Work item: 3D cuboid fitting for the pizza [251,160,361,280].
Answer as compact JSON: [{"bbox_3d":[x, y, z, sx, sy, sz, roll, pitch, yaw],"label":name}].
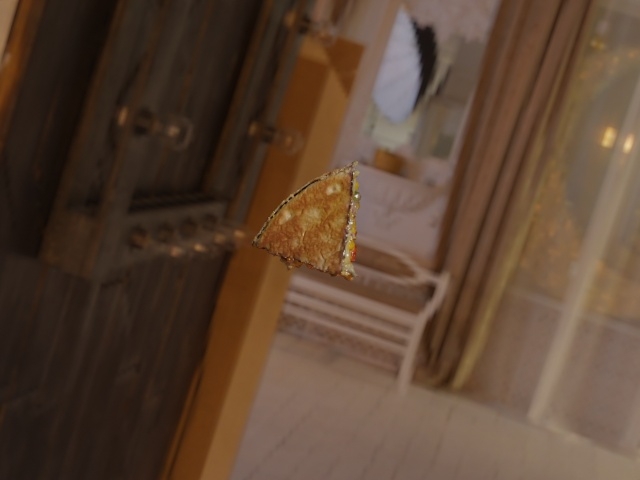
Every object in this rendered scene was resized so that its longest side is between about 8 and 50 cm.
[{"bbox_3d":[-0.009,-0.008,1.096,0.099,0.100,0.029,-11,-26,28],"label":"pizza"}]
